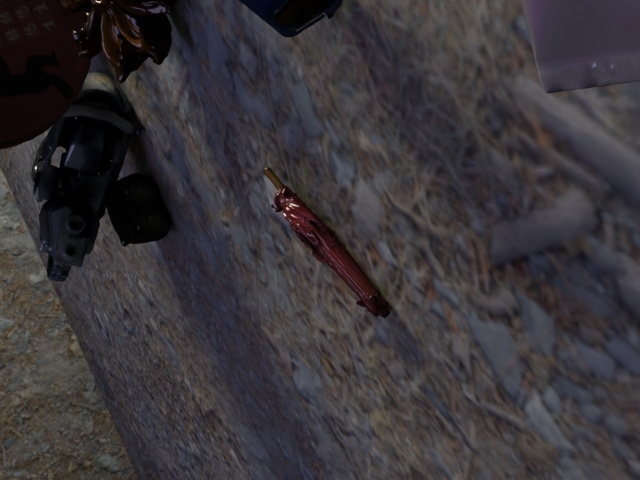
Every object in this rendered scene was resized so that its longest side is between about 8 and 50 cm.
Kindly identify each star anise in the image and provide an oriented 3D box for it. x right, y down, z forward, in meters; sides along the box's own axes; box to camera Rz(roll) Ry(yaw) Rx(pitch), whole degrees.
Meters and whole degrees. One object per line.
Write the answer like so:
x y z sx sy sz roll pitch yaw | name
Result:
-0.191 -0.255 0.727 0.177 0.073 0.233 17 133 40 | star anise

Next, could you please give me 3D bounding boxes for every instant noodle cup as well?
-0.380 -0.199 0.888 0.178 0.235 0.234 -4 110 63 | instant noodle cup

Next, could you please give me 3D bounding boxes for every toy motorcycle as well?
-0.288 -0.090 1.003 0.159 0.106 0.270 -29 54 59 | toy motorcycle

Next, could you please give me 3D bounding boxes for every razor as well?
-0.246 -0.038 1.093 0.148 0.054 0.090 -6 104 65 | razor

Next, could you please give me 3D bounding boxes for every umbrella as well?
0.000 0.000 0.648 0.165 0.025 0.027 49 131 28 | umbrella

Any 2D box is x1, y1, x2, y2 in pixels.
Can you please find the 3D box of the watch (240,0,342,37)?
-0.128 -0.253 0.442 0.276 0.068 0.274 52 -164 24 | watch

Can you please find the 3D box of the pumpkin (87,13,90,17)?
-0.243 -0.281 0.869 0.101 0.035 0.073 56 146 9 | pumpkin

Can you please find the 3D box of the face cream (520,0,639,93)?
0.076 -0.167 0.284 0.092 0.058 0.243 8 127 58 | face cream
